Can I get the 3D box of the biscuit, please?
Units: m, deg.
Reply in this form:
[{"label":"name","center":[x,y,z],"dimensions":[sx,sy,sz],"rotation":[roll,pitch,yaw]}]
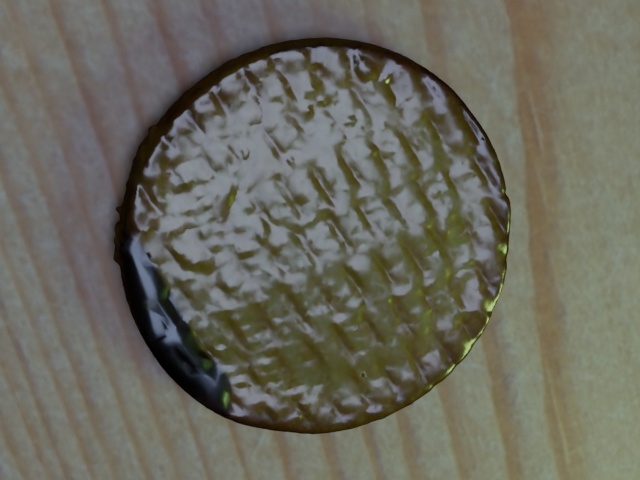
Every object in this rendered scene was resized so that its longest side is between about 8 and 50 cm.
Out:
[{"label":"biscuit","center":[0.000,0.000,0.913],"dimensions":[0.318,0.040,0.318],"rotation":[-4,105,-14]}]
